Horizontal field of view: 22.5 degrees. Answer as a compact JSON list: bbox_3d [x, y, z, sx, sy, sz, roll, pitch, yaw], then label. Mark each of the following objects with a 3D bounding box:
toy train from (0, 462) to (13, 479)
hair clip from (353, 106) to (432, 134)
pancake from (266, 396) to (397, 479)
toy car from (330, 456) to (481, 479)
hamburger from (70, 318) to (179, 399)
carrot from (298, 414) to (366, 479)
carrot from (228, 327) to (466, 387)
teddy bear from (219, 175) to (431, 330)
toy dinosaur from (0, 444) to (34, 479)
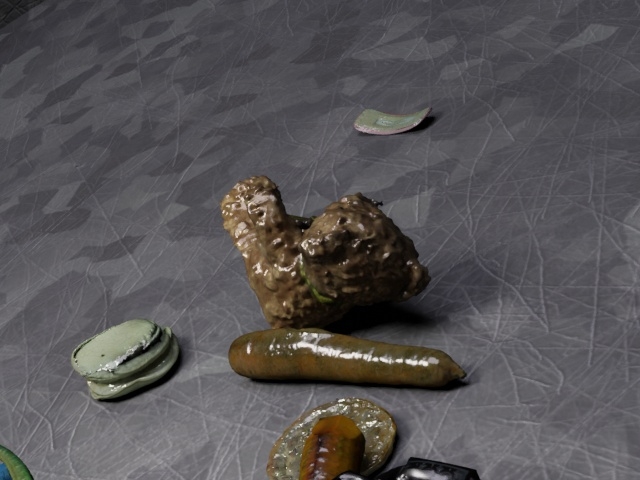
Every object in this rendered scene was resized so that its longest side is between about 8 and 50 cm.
[{"bbox_3d":[-0.361,0.341,1.897,0.051,0.052,0.234,-30,27,-4],"label":"toy train"},{"bbox_3d":[0.114,-0.187,2.502,0.137,0.022,0.054,1,37,40],"label":"hair clip"},{"bbox_3d":[0.011,0.235,1.809,0.158,0.028,0.158,-19,30,12],"label":"pancake"},{"bbox_3d":[0.064,0.324,1.501,0.193,0.118,0.301,6,38,32],"label":"toy car"},{"bbox_3d":[-0.259,0.154,2.143,0.140,0.062,0.133,-27,25,-1],"label":"hamburger"},{"bbox_3d":[-0.002,0.286,1.659,0.070,0.070,0.260,-12,37,23],"label":"carrot"},{"bbox_3d":[0.029,0.140,1.930,0.342,0.070,0.070,0,35,38],"label":"carrot"},{"bbox_3d":[0.000,-0.007,2.046,0.222,0.246,0.296,-43,29,24],"label":"teddy bear"},{"bbox_3d":[-0.228,0.321,1.779,0.447,0.087,0.301,2,25,10],"label":"toy dinosaur"}]
